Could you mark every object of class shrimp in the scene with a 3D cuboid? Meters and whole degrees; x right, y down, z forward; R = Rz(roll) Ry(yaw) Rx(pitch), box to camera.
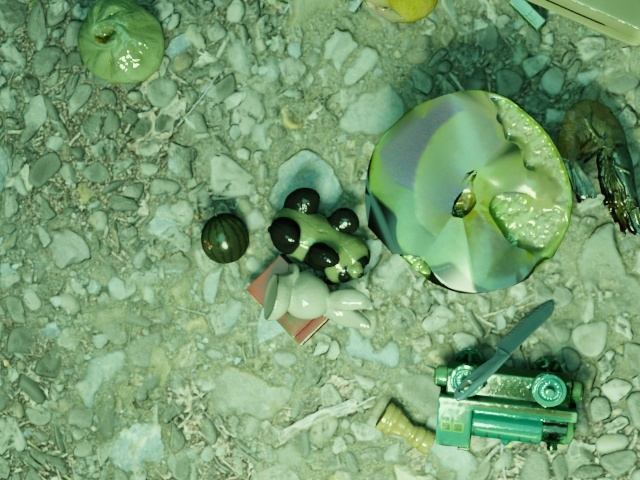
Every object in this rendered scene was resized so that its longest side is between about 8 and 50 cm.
[{"bbox_3d":[0.541,-0.134,1.716,0.178,0.075,0.289,-12,91,-28],"label":"shrimp"}]

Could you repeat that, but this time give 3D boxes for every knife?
[{"bbox_3d":[0.367,0.214,1.752,0.313,0.019,0.044,-37,44,-24],"label":"knife"}]

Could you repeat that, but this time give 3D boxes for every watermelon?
[{"bbox_3d":[-0.210,-0.016,1.906,0.105,0.105,0.133,-11,111,13],"label":"watermelon"}]

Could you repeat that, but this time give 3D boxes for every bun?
[{"bbox_3d":[-0.439,-0.434,1.934,0.196,0.118,0.195,0,93,9],"label":"bun"}]

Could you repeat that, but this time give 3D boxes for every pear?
[{"bbox_3d":[0.298,-0.093,1.763,0.399,0.165,0.398,1,93,12],"label":"pear"},{"bbox_3d":[0.162,-0.519,1.771,0.178,0.178,0.178,1,93,12],"label":"pear"}]

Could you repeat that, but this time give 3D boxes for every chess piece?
[{"bbox_3d":[0.183,0.399,1.870,0.122,0.066,0.066,30,99,4],"label":"chess piece"}]

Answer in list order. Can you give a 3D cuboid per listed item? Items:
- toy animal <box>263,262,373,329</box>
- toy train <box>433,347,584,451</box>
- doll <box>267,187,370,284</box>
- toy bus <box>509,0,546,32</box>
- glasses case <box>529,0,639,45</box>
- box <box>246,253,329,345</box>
[{"bbox_3d":[0.000,0.118,1.834,0.221,0.130,0.103,8,124,-12],"label":"toy animal"},{"bbox_3d":[0.377,0.334,1.799,0.298,0.120,0.194,5,101,12],"label":"toy train"},{"bbox_3d":[-0.001,-0.002,1.853,0.234,0.135,0.143,27,63,8],"label":"doll"},{"bbox_3d":[0.418,-0.459,1.783,0.031,0.037,0.083,-44,84,11],"label":"toy bus"},{"bbox_3d":[0.513,-0.502,1.726,0.313,0.070,0.131,26,79,10],"label":"glasses case"},{"bbox_3d":[-0.060,0.127,1.913,0.112,0.048,0.175,-44,83,9],"label":"box"}]
